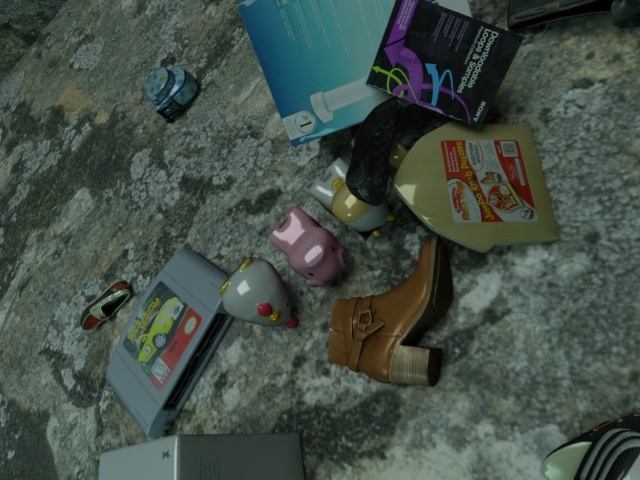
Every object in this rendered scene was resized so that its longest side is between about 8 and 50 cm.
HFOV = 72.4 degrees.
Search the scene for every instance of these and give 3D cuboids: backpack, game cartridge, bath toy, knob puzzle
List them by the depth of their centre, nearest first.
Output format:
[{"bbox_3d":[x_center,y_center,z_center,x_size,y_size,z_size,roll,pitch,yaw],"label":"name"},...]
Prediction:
[{"bbox_3d":[0.188,-0.071,0.564,0.212,0.030,0.213,1,66,-2],"label":"knob puzzle"},{"bbox_3d":[0.000,0.000,0.646,0.348,0.129,0.151,-46,9,5],"label":"bath toy"},{"bbox_3d":[-0.272,0.168,0.789,0.196,0.060,0.294,26,86,41],"label":"game cartridge"},{"bbox_3d":[-0.360,-0.364,1.051,0.114,0.084,0.105,-36,57,12],"label":"backpack"}]

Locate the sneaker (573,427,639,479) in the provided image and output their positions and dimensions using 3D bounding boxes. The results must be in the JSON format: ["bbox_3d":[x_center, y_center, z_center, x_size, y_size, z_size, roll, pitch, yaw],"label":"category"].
[{"bbox_3d":[0.264,0.316,0.353,0.162,0.106,0.282,25,98,19],"label":"sneaker"}]

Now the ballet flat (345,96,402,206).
[{"bbox_3d":[0.073,-0.119,0.565,0.057,0.049,0.173,-12,48,45],"label":"ballet flat"}]

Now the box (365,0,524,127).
[{"bbox_3d":[0.153,-0.227,0.555,0.162,0.029,0.116,22,117,5],"label":"box"}]

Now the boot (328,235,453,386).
[{"bbox_3d":[0.087,0.085,0.581,0.152,0.073,0.197,1,68,37],"label":"boot"}]

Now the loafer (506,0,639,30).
[{"bbox_3d":[0.374,-0.313,0.565,0.267,0.096,0.084,27,106,44],"label":"loafer"}]

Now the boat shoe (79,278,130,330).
[{"bbox_3d":[-0.452,0.142,0.920,0.137,0.049,0.043,-45,55,3],"label":"boat shoe"}]

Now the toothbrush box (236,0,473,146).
[{"bbox_3d":[0.064,-0.294,0.638,0.295,0.217,0.126,-16,18,23],"label":"toothbrush box"}]

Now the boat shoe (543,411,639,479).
[{"bbox_3d":[0.283,0.204,0.423,0.133,0.042,0.049,-30,82,20],"label":"boat shoe"}]

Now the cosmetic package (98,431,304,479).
[{"bbox_3d":[-0.127,0.353,0.506,0.138,0.224,0.224,-22,59,23],"label":"cosmetic package"}]
